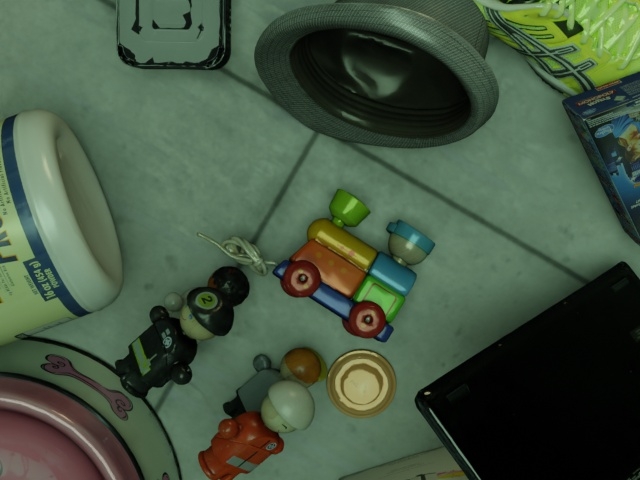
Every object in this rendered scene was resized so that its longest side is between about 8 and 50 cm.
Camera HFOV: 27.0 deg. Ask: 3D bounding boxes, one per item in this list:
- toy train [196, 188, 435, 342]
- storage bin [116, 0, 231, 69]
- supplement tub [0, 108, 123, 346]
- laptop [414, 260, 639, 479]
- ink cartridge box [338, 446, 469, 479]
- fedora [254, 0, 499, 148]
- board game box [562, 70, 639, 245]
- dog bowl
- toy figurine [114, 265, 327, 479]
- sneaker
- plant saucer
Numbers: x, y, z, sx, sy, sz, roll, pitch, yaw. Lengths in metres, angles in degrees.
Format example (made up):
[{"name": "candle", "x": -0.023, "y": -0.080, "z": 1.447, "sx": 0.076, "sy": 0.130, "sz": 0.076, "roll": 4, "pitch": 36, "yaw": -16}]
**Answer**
[{"name": "toy train", "x": 0.000, "y": 0.000, "z": 1.535, "sx": 0.248, "sy": 0.105, "sz": 0.143, "roll": 33, "pitch": 85, "yaw": -2}, {"name": "storage bin", "x": -0.165, "y": -0.285, "z": 1.512, "sx": 0.122, "sy": 0.084, "sz": 0.180, "roll": 1, "pitch": 97, "yaw": 1}, {"name": "supplement tub", "x": -0.405, "y": 0.012, "z": 1.470, "sx": 0.325, "sy": 0.235, "sz": 0.235, "roll": -20, "pitch": 95, "yaw": 3}, {"name": "laptop", "x": 0.287, "y": 0.302, "z": 1.452, "sx": 0.408, "sy": 0.382, "sz": 0.236, "roll": 54, "pitch": 138, "yaw": 11}, {"name": "ink cartridge box", "x": 0.121, "y": 0.353, "z": 1.497, "sx": 0.168, "sy": 0.232, "sz": 0.171, "roll": -17, "pitch": 96, "yaw": 3}, {"name": "fedora", "x": 0.076, "y": -0.213, "z": 1.470, "sx": 0.244, "sy": 0.275, "sz": 0.124, "roll": 46, "pitch": 56, "yaw": -39}, {"name": "board game box", "x": 0.383, "y": -0.095, "z": 1.488, "sx": 0.194, "sy": 0.060, "sz": 0.194, "roll": -20, "pitch": 121, "yaw": -6}, {"name": "dog bowl", "x": -0.369, "y": 0.323, "z": 1.545, "sx": 0.408, "sy": 0.150, "sz": 0.408, "roll": 0, "pitch": 96, "yaw": 2}, {"name": "toy figurine", "x": -0.100, "y": 0.139, "z": 1.491, "sx": 0.148, "sy": 0.209, "sz": 0.213, "roll": -41, "pitch": 93, "yaw": 16}, {"name": "sneaker", "x": 0.266, "y": -0.247, "z": 1.477, "sx": 0.385, "sy": 0.147, "sz": 0.145, "roll": 21, "pitch": 94, "yaw": -4}, {"name": "plant saucer", "x": 0.049, "y": 0.172, "z": 1.590, "sx": 0.083, "sy": 0.013, "sz": 0.083, "roll": 0, "pitch": 95, "yaw": 1}]
